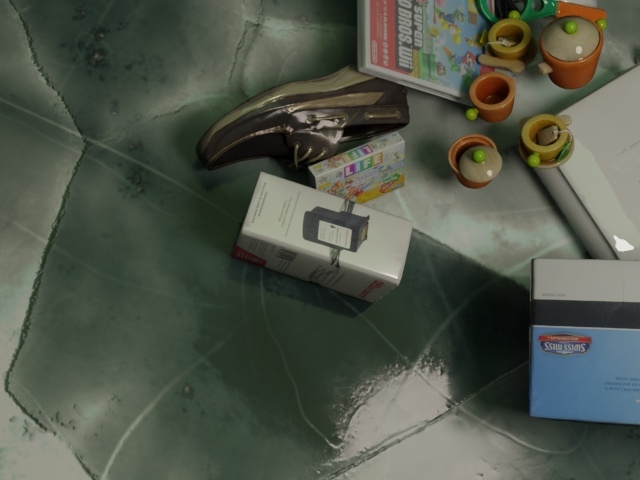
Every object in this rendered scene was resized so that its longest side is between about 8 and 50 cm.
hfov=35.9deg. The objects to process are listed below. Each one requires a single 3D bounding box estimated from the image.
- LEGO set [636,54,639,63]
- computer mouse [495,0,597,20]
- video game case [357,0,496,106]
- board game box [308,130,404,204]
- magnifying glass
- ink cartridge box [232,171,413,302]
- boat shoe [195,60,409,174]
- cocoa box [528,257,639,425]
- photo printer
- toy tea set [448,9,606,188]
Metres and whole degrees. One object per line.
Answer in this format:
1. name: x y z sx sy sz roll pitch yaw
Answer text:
1. LEGO set: 0.606 -0.439 1.705 0.132 0.107 0.287 -2 78 -10
2. computer mouse: 0.391 -0.421 1.698 0.192 0.042 0.106 -7 78 -11
3. video game case: 0.175 -0.335 1.586 0.285 0.025 0.204 10 74 -36
4. board game box: 0.058 -0.099 1.539 0.154 0.103 0.026 -23 52 -13
5. magnifying glass: 0.371 -0.394 1.661 0.230 0.026 0.092 8 98 -12
6. ink cartridge box: 0.000 0.000 1.470 0.237 0.172 0.100 18 75 -5
7. boat shoe: -0.015 -0.174 1.529 0.355 0.132 0.130 -23 82 -12
8. cocoa box: 0.481 0.154 1.421 0.347 0.231 0.228 1 81 16
9. photo printer: 0.504 -0.102 1.607 0.256 0.107 0.308 -30 84 -11
10. toy tea set: 0.311 -0.228 1.520 0.200 0.124 0.336 12 67 20
